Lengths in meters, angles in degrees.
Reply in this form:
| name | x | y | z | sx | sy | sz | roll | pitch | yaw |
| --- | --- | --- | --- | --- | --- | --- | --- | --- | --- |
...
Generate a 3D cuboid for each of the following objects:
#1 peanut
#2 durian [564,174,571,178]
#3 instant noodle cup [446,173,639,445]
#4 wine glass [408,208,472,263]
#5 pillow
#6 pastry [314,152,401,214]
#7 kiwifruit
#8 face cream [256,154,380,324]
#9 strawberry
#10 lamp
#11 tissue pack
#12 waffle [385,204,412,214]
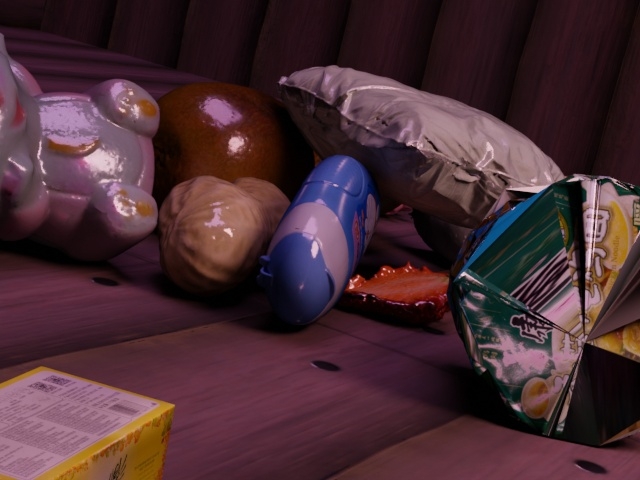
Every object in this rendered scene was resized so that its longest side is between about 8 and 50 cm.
| name | x | y | z | sx | sy | sz | roll | pitch | yaw |
| --- | --- | --- | --- | --- | --- | --- | --- | --- | --- |
| peanut | -0.100 | -0.011 | 1.373 | 0.125 | 0.111 | 0.274 | 38 | 12 | 7 |
| durian | 0.286 | -0.040 | 1.920 | 0.183 | 0.138 | 0.250 | 12 | 3 | -15 |
| instant noodle cup | 0.221 | 0.054 | 1.190 | 0.240 | 0.240 | 0.178 | 12 | 3 | -8 |
| wine glass | 0.235 | -0.008 | 1.708 | 0.143 | 0.143 | 0.321 | 8 | 10 | -26 |
| pillow | 0.112 | -0.109 | 1.517 | 0.283 | 0.138 | 0.310 | 19 | 7 | -42 |
| pastry | 0.042 | -0.093 | 1.806 | 0.236 | 0.120 | 0.257 | -8 | 19 | 17 |
| kiwifruit | -0.111 | -0.096 | 1.589 | 0.196 | 0.196 | 0.234 | 22 | 8 | 39 |
| face cream | 0.000 | 0.000 | 1.317 | 0.083 | 0.149 | 0.264 | 9 | 21 | 10 |
| strawberry | 0.089 | 0.063 | 1.407 | 0.152 | 0.048 | 0.104 | -5 | 21 | -9 |
| lamp | -0.332 | -0.084 | 1.290 | 0.301 | 0.247 | 0.247 | 14 | -22 | -35 |
| tissue pack | -0.161 | 0.127 | 0.721 | 0.095 | 0.062 | 0.176 | 14 | 11 | 14 |
| waffle | 0.031 | -0.084 | 2.062 | 0.234 | 0.055 | 0.221 | -1 | 19 | -38 |
